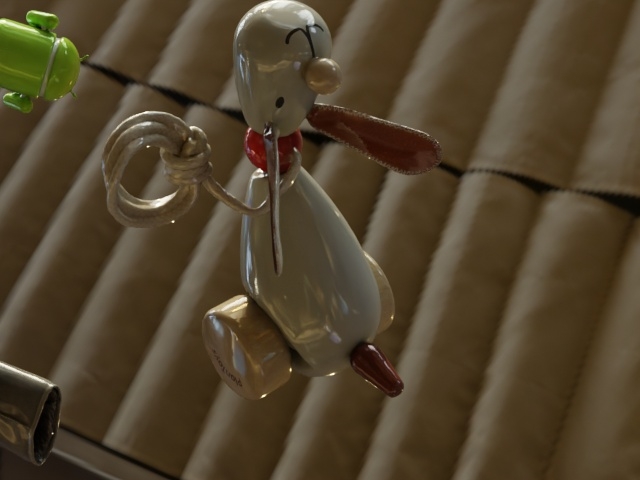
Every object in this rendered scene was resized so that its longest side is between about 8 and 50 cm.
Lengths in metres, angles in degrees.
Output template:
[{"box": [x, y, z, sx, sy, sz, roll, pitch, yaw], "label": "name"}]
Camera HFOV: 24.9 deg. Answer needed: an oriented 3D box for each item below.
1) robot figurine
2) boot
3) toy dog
[{"box": [-0.290, -0.178, 1.430, 0.115, 0.067, 0.101, 16, -88, -11], "label": "robot figurine"}, {"box": [-0.359, 0.118, 1.454, 0.209, 0.189, 0.076, 24, -137, 24], "label": "boot"}, {"box": [0.000, 0.000, 1.105, 0.161, 0.333, 0.220, 31, -112, 38], "label": "toy dog"}]
